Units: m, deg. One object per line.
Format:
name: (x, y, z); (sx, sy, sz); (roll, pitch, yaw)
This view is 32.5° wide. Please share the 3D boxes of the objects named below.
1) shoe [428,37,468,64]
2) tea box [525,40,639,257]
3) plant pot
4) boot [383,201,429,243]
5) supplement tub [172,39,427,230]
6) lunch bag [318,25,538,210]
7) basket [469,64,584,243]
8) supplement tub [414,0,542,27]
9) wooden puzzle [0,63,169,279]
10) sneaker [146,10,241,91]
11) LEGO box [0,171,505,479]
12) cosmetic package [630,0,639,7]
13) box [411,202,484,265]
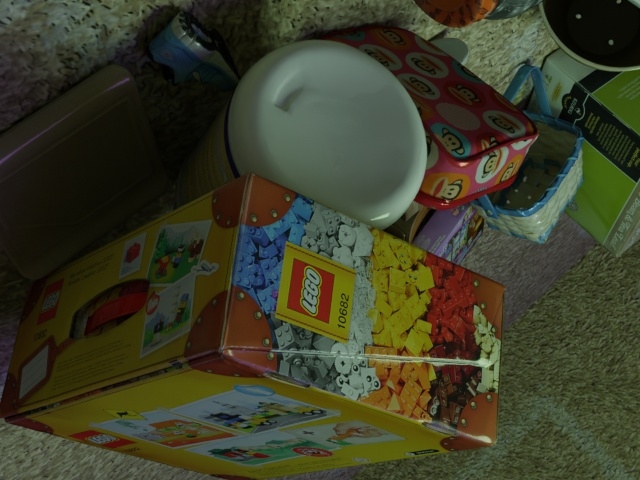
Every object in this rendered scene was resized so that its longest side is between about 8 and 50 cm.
shoe: (0.151, -0.243, 1.706); (0.178, 0.063, 0.081); (-34, 159, -9)
tea box: (0.588, -0.204, 2.177); (0.220, 0.323, 0.329); (-33, 157, -24)
plant pot: (0.480, -0.386, 1.806); (0.256, 0.256, 0.274); (-45, 174, 6)
boot: (0.195, -0.070, 2.094); (0.152, 0.073, 0.197); (-42, 165, -21)
supplement tub: (-0.041, -0.071, 1.355); (0.241, 0.241, 0.331); (-30, 176, -29)
lunch bag: (0.143, -0.180, 1.494); (0.258, 0.293, 0.120); (-21, 145, -43)
basket: (0.367, -0.148, 2.057); (0.254, 0.201, 0.289); (-52, 142, -21)
supplement tub: (0.267, -0.413, 1.386); (0.338, 0.207, 0.207); (-34, 157, -23)
wooden puzzle: (-0.292, -0.077, 1.275); (0.221, 0.044, 0.238); (-37, 153, -14)
sneaker: (-0.148, -0.210, 1.270); (0.073, 0.063, 0.162); (-28, 158, 14)
LEGO box: (-0.093, 0.137, 1.299); (0.373, 0.193, 0.500); (23, 152, -33)
cosmetic package: (0.265, -0.462, 1.033); (0.329, 0.393, 0.327); (-52, 157, 21)
box: (0.241, 0.023, 2.239); (0.293, 0.057, 0.201); (-51, 158, -23)
